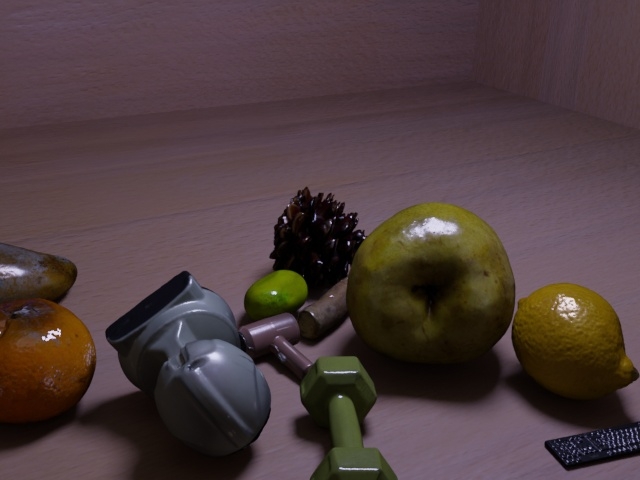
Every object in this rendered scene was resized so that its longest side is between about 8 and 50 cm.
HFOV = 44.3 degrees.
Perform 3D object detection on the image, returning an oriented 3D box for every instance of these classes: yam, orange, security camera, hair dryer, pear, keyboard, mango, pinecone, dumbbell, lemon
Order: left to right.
[{"bbox_3d":[-0.625,0.075,1.529,0.316,0.146,0.193,2,20,-39],"label":"mango"},{"bbox_3d":[-0.468,0.185,1.235,0.224,0.170,0.224,2,21,-1],"label":"orange"},{"bbox_3d":[-0.182,0.203,1.193,0.197,0.191,0.277,-37,35,-10],"label":"security camera"},{"bbox_3d":[-0.093,0.108,1.529,0.117,0.089,0.163,-11,2,29],"label":"mango"},{"bbox_3d":[-0.063,0.199,1.387,0.117,0.064,0.182,-15,34,-35],"label":"hair dryer"},{"bbox_3d":[0.000,0.000,1.669,0.222,0.221,0.221,2,23,-1],"label":"pinecone"},{"bbox_3d":[0.050,0.113,1.582,0.066,0.066,0.300,15,27,28],"label":"yam"},{"bbox_3d":[0.037,0.282,1.134,0.108,0.121,0.302,28,17,-16],"label":"dumbbell"},{"bbox_3d":[0.197,0.074,1.414,0.304,0.303,0.304,2,23,-1],"label":"pear"},{"bbox_3d":[0.422,0.171,1.332,0.187,0.186,0.244,-14,40,-33],"label":"lemon"},{"bbox_3d":[0.451,0.313,1.221,0.205,0.013,0.061,-6,24,-17],"label":"keyboard"}]
